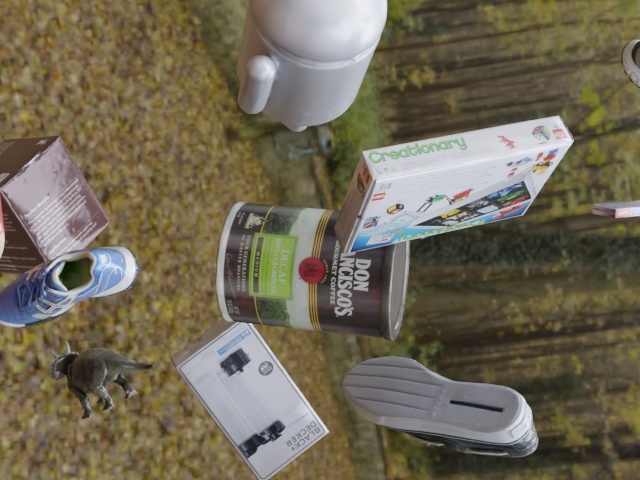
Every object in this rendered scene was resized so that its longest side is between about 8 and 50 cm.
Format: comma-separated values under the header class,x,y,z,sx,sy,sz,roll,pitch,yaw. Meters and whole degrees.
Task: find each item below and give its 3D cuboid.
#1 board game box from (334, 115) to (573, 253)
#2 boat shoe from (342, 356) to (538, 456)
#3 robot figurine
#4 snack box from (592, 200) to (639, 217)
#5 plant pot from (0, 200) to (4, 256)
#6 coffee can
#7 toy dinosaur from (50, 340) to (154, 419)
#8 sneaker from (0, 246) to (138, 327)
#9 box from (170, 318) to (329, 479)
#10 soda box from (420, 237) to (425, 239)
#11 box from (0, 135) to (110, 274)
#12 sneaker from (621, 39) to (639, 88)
class,x,y,z,sx,sy,sz,roll,pitch,yaw
board game box,0.183,-0.077,1.333,0.193,0.305,0.053,110,-37,-57
boat shoe,0.179,0.276,1.472,0.121,0.335,0.119,-51,131,-28
robot figurine,-0.016,-0.311,1.428,0.300,0.200,0.353,-51,173,-26
snack box,0.662,-0.068,1.998,0.064,0.178,0.022,21,-68,55
plant pot,-0.517,-0.063,1.148,0.243,0.275,0.275,56,-8,32
coffee can,-0.007,0.047,1.517,0.201,0.275,0.201,5,90,-78
toy dinosaur,-0.521,0.312,2.183,0.121,0.314,0.160,-40,107,-47
sneaker,-0.343,0.053,1.213,0.081,0.211,0.080,25,44,-68
box,-0.134,0.295,1.803,0.290,0.169,0.087,57,-10,-13
soda box,0.159,-0.066,1.837,0.169,0.053,0.060,29,40,-36
box,-0.534,-0.062,1.736,0.168,0.167,0.203,-52,130,-39
sneaker,0.735,-0.311,1.924,0.100,0.271,0.108,-55,-165,-17
